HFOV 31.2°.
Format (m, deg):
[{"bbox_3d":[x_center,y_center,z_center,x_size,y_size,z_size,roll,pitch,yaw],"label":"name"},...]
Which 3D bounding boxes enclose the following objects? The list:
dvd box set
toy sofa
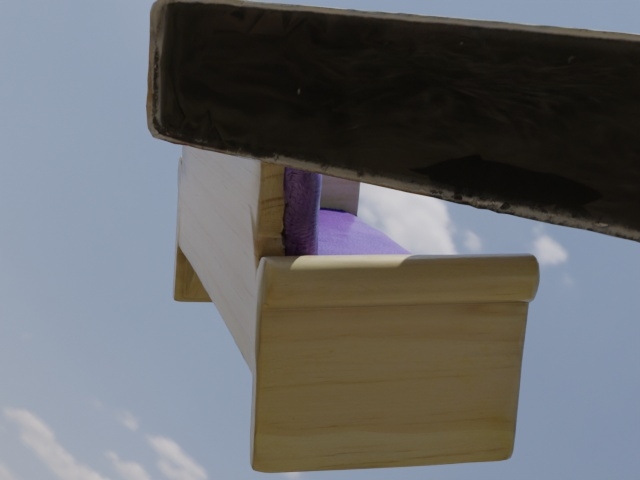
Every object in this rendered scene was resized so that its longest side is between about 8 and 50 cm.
[{"bbox_3d":[0.179,-0.058,0.509,0.307,0.420,0.062,14,-76,36],"label":"dvd box set"},{"bbox_3d":[0.000,0.000,0.746,0.362,0.150,0.177,-140,-127,-71],"label":"toy sofa"}]
